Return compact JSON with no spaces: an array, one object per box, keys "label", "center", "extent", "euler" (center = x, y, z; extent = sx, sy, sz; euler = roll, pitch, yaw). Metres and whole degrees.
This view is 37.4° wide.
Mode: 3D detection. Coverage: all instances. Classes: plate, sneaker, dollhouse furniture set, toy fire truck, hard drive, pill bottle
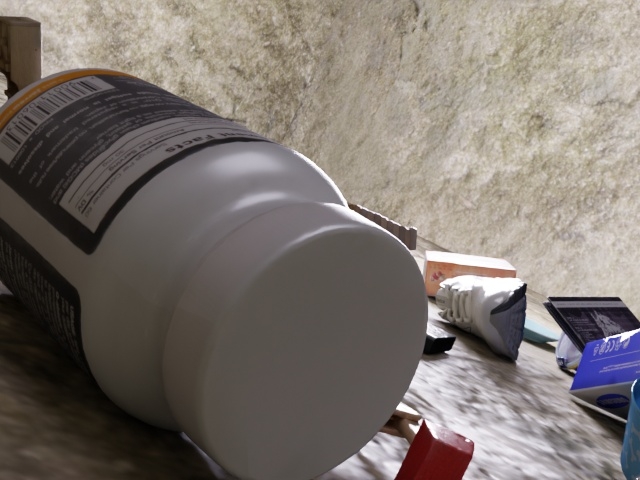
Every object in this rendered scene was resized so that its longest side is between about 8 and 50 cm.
[{"label":"plate","center":[0.347,0.147,1.704],"extent":[0.188,0.024,0.188],"euler":[24,6,-3]},{"label":"sneaker","center":[0.229,0.103,1.366],"extent":[0.129,0.111,0.297],"euler":[9,0,7]},{"label":"dollhouse furniture set","center":[-0.518,-0.229,1.312],"extent":[0.242,0.161,0.212],"euler":[-4,19,-27]},{"label":"toy fire truck","center":[0.020,0.105,0.608],"extent":[0.135,0.047,0.192],"euler":[24,5,-2]},{"label":"hard drive","center":[0.087,0.095,1.120],"extent":[0.135,0.022,0.094],"euler":[26,6,23]},{"label":"pill bottle","center":[-0.080,0.008,0.529],"extent":[0.162,0.162,0.278],"euler":[19,8,-43]}]

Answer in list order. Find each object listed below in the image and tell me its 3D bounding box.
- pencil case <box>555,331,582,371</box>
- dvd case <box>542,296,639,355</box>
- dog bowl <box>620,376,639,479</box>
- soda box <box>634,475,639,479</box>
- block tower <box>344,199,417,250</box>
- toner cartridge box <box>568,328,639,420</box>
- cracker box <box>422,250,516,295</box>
[{"label":"pencil case","center":[0.504,0.191,1.467],"extent":[0.273,0.113,0.124],"euler":[23,-8,-12]},{"label":"dvd case","center":[0.429,0.162,1.328],"extent":[0.164,0.018,0.221],"euler":[2,42,-35]},{"label":"dog bowl","center":[0.393,0.216,0.794],"extent":[0.297,0.074,0.166],"euler":[25,23,22]},{"label":"soda box","center":[0.220,0.177,0.527],"extent":[0.098,0.091,0.286],"euler":[26,6,27]},{"label":"block tower","center":[0.000,0.000,1.129],"extent":[0.091,0.097,0.335],"euler":[0,-9,33]},{"label":"toner cartridge box","center":[0.422,0.161,1.047],"extent":[0.165,0.075,0.348],"euler":[26,-14,-1]},{"label":"cracker box","center":[0.265,0.064,1.720],"extent":[0.155,0.067,0.232],"euler":[7,5,5]}]
